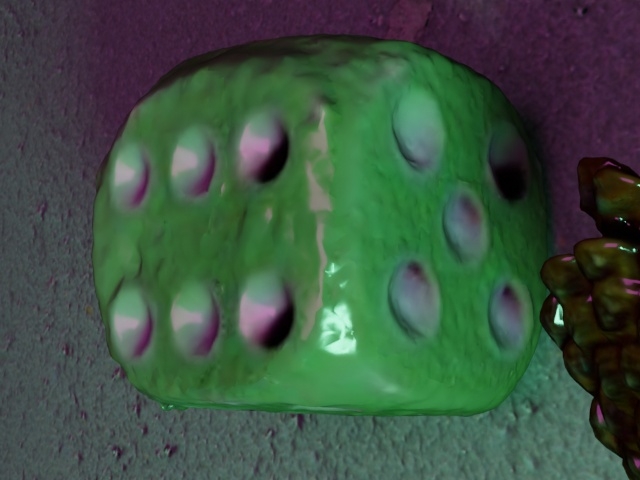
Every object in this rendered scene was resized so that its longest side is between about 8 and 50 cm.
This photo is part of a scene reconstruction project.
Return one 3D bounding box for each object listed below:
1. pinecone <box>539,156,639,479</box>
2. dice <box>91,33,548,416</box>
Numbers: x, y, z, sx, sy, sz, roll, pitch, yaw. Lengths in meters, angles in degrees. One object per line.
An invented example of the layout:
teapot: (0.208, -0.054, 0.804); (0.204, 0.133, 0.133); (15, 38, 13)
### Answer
pinecone: (0.346, 0.051, 0.779); (0.398, 0.398, 0.397); (-7, 79, 41)
dice: (0.000, 0.000, 1.091); (0.322, 0.330, 0.318); (-7, 78, 42)
